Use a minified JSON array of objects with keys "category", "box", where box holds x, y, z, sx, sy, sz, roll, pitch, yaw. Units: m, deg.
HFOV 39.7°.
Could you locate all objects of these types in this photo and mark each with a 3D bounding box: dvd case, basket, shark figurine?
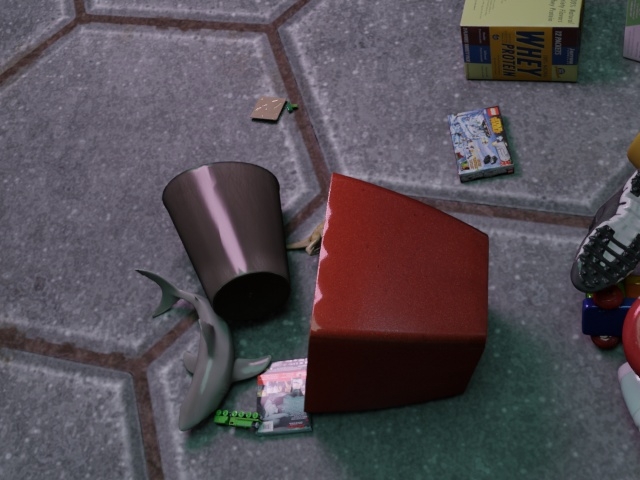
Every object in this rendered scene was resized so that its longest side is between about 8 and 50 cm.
[{"category":"dvd case","box":[-0.055,0.238,1.358,0.087,0.013,0.119,-8,54,9]},{"category":"basket","box":[-0.138,0.004,1.435,0.205,0.154,0.226,0,48,-23]},{"category":"shark figurine","box":[-0.189,0.138,1.391,0.166,0.116,0.278,-25,55,1]}]

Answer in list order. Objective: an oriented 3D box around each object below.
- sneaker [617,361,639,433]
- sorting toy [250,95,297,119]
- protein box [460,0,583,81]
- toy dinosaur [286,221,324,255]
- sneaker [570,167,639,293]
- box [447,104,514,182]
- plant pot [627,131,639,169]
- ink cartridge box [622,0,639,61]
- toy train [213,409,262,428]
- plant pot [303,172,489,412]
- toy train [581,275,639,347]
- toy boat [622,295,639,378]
[{"category":"sneaker","box":[0.541,0.217,1.175,0.256,0.094,0.151,-14,48,16]},{"category":"sorting toy","box":[-0.087,-0.250,1.694,0.083,0.012,0.062,9,54,23]},{"category":"protein box","box":[0.373,-0.408,1.612,0.201,0.136,0.199,5,57,17]},{"category":"toy dinosaur","box":[0.000,0.000,1.493,0.183,0.053,0.092,-26,36,11]},{"category":"sneaker","box":[0.422,-0.002,1.275,0.078,0.106,0.234,37,65,6]},{"category":"box","box":[0.278,-0.169,1.541,0.094,0.027,0.137,-10,55,9]},{"category":"plant pot","box":[0.632,-0.128,1.308,0.254,0.254,0.239,-36,71,-11]},{"category":"ink cartridge box","box":[0.637,-0.366,1.507,0.213,0.154,0.093,24,65,26]},{"category":"toy train","box":[-0.125,0.271,1.342,0.083,0.017,0.023,-1,64,29]},{"category":"plant pot","box":[0.111,0.093,1.278,0.236,0.267,0.267,6,58,2]},{"category":"toy train","box":[0.507,0.074,1.287,0.248,0.105,0.143,-1,43,13]},{"category":"toy boat","box":[0.484,0.137,1.098,0.151,0.151,0.231,-39,49,-7]}]
